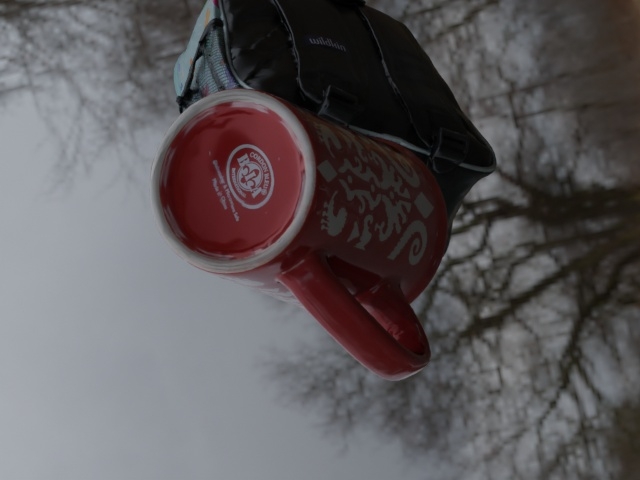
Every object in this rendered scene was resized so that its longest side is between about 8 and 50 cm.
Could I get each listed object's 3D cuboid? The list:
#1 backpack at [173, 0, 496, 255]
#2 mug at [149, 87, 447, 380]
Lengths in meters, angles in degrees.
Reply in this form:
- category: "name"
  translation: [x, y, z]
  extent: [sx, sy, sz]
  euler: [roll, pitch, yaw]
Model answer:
- category: "backpack"
  translation: [-0.005, -0.093, 1.077]
  extent: [0.225, 0.191, 0.253]
  euler: [15, -144, -24]
- category: "mug"
  translation: [0.003, -0.009, 0.737]
  extent: [0.113, 0.150, 0.169]
  euler: [-60, -24, 4]
